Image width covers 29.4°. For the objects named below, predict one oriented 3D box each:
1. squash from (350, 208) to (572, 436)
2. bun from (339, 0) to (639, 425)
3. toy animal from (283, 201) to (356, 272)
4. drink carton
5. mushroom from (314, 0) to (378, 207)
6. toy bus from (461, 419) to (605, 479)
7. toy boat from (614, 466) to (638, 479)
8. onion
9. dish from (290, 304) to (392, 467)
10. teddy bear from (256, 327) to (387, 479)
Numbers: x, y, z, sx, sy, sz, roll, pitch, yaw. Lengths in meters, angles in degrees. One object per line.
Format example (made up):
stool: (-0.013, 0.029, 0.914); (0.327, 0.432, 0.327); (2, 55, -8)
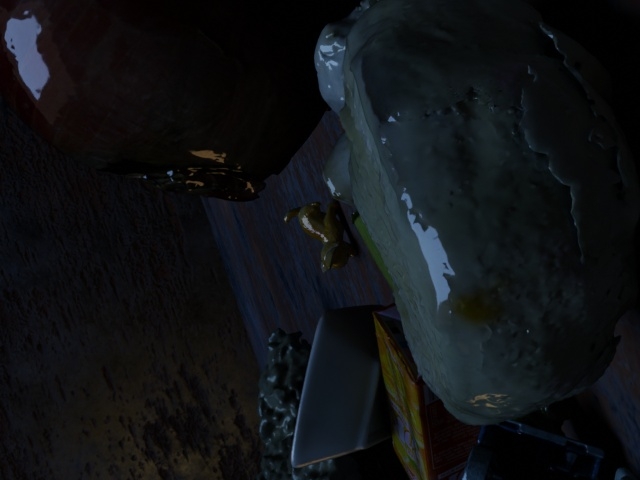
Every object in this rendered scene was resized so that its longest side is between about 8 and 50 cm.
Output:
squash: (0.115, 0.052, 0.887); (0.224, 0.094, 0.094); (60, 168, 14)
bun: (0.093, -0.025, 0.644); (0.239, 0.141, 0.239); (161, 90, -86)
toy animal: (0.000, 0.000, 1.391); (0.060, 0.081, 0.083); (111, 158, -71)
drink carton: (0.106, 0.152, 1.124); (0.223, 0.071, 0.096); (79, 166, -45)
mushroom: (0.048, -0.090, 0.891); (0.278, 0.096, 0.099); (88, 161, -72)
toy bus: (0.125, 0.221, 0.823); (0.106, 0.090, 0.185); (66, -137, -73)
toy boat: (0.174, 0.234, 0.677); (0.290, 0.100, 0.200); (29, -103, -72)
onion: (-0.139, -0.198, 1.076); (0.353, 0.353, 0.354); (160, 90, -80)
dish: (0.051, 0.146, 1.227); (0.234, 0.064, 0.154); (0, -78, -70)
teddy bear: (0.011, 0.301, 1.689); (0.357, 0.224, 0.368); (109, 154, -77)
